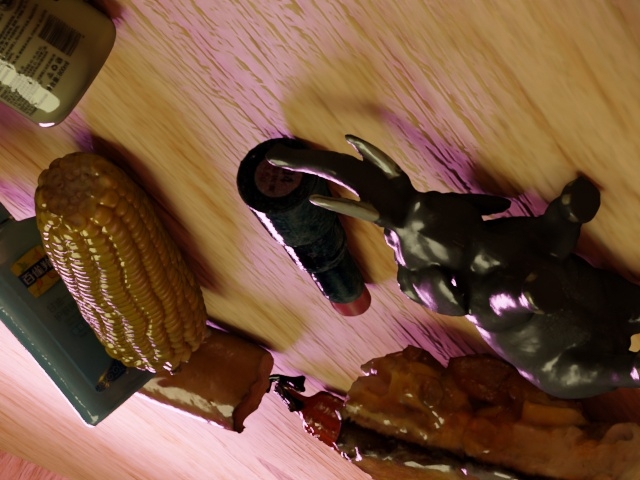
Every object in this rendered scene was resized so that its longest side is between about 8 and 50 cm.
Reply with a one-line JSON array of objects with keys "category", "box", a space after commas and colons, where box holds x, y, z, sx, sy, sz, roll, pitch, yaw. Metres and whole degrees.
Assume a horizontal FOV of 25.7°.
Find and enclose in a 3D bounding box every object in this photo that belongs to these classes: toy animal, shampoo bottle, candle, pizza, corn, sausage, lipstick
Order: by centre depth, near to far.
[{"category": "toy animal", "box": [0.103, 0.012, 0.792, 0.269, 0.082, 0.137, 33, 160, -17]}, {"category": "shampoo bottle", "box": [-0.205, -0.139, 0.827, 0.162, 0.079, 0.079, 33, 161, -16]}, {"category": "lipstick", "box": [0.000, 0.000, 0.982, 0.053, 0.053, 0.234, 21, 166, 21]}, {"category": "pizza", "box": [0.143, 0.179, 1.143, 0.278, 0.114, 0.409, 27, 161, -1]}, {"category": "corn", "box": [-0.169, 0.023, 1.181, 0.106, 0.106, 0.305, 21, 159, 19]}, {"category": "shampoo bottle", "box": [-0.262, 0.049, 1.328, 0.258, 0.104, 0.061, 49, 147, -1]}, {"category": "candle", "box": [0.068, 0.205, 1.412, 0.302, 0.084, 0.059, 27, 131, 23]}, {"category": "sausage", "box": [-0.180, 0.103, 1.425, 0.271, 0.109, 0.109, 25, 162, 5]}]
